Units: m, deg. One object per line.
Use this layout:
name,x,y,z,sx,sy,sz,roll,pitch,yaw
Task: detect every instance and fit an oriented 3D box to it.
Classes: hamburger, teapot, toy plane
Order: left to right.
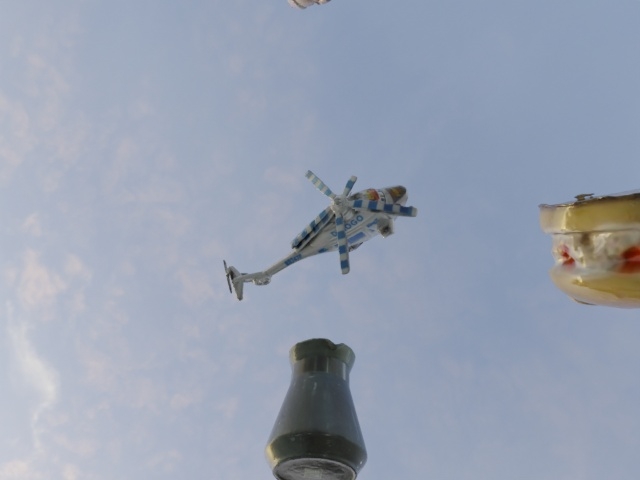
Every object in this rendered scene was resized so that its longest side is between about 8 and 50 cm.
teapot,-0.006,0.313,0.864,0.171,0.225,0.203,11,-47,-6
toy plane,0.002,0.009,0.667,0.273,0.107,0.182,-48,-130,8
hamburger,0.488,0.006,0.704,0.303,0.261,0.186,-14,-87,-28

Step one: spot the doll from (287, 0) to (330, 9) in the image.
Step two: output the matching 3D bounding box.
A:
doll,-0.017,-0.426,0.810,0.084,0.127,0.073,37,-102,-3
